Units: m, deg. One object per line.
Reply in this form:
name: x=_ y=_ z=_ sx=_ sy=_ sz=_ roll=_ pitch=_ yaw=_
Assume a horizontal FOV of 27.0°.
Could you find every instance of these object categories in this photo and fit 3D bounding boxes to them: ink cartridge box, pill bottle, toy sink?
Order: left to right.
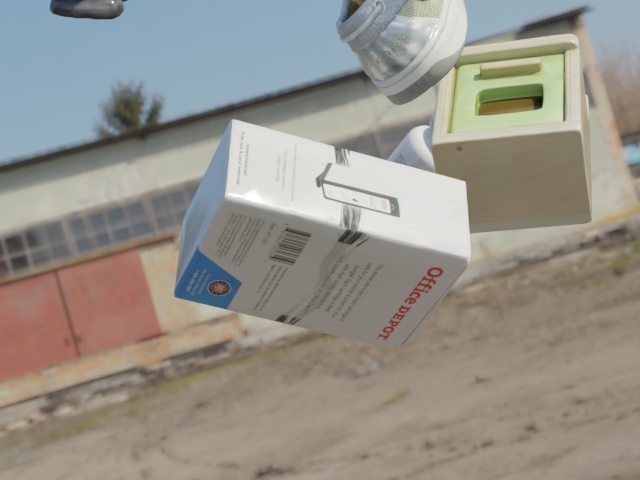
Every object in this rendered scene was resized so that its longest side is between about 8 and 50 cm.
ink cartridge box: x=0.000 y=0.000 z=1.079 sx=0.203 sy=0.086 sz=0.148 roll=14 pitch=-38 yaw=-16
pill bottle: x=0.176 y=-0.112 z=2.166 sx=0.131 sy=0.131 sz=0.229 roll=-14 pitch=-32 yaw=-55
toy sink: x=0.208 y=-0.132 z=1.428 sx=0.153 sy=0.131 sz=0.234 roll=-4 pitch=38 yaw=15

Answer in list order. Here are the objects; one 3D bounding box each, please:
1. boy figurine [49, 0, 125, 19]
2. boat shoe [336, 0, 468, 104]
boy figurine: x=-0.248 y=-0.384 z=1.391 sx=0.092 sy=0.285 sz=0.177 roll=7 pitch=31 yaw=9
boat shoe: x=0.069 y=-0.254 z=1.221 sx=0.118 sy=0.103 sz=0.320 roll=-32 pitch=32 yaw=32
